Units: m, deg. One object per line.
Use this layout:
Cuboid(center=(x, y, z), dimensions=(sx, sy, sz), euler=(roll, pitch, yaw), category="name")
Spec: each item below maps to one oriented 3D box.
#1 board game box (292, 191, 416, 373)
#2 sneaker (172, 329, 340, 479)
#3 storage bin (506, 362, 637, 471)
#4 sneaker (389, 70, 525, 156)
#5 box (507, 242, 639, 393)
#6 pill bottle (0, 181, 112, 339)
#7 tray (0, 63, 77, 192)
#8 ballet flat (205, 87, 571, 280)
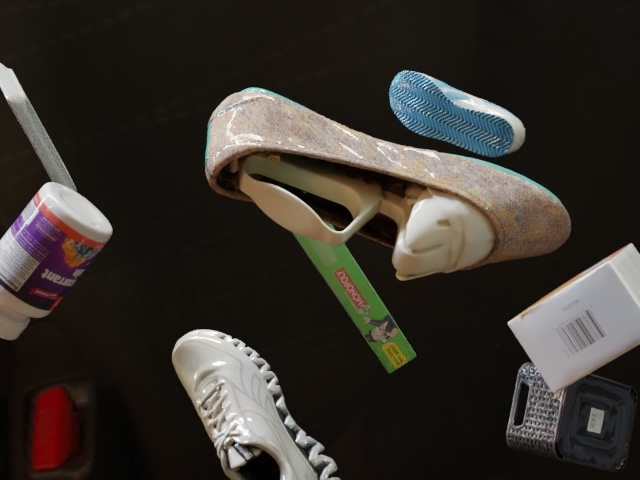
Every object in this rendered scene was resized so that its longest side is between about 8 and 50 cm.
Cuboid(center=(0.000, 0.000, 1.507), dimensions=(0.046, 0.317, 0.213), euler=(-33, 37, 1), category="board game box")
Cuboid(center=(-0.098, 0.231, 1.524), dimensions=(0.292, 0.118, 0.110), euler=(49, 116, 18), category="sneaker")
Cuboid(center=(0.351, 0.246, 1.669), dimensions=(0.084, 0.180, 0.122), euler=(4, 79, 46), category="storage bin")
Cuboid(center=(0.208, -0.192, 1.860), dimensions=(0.229, 0.092, 0.087), euler=(31, 109, 23), category="sneaker")
Cuboid(center=(0.297, 0.081, 1.306), dimensions=(0.130, 0.170, 0.091), euler=(-35, 83, 21), category="box")
Cuboid(center=(-0.364, 0.030, 1.542), dimensions=(0.108, 0.108, 0.193), euler=(41, 100, 10), category="pill bottle")
Cuboid(center=(-0.466, -0.174, 1.985), dimensions=(0.030, 0.270, 0.145), euler=(-28, 46, -9), category="tray")
Cuboid(center=(0.049, -0.026, 0.996), dimensions=(0.316, 0.107, 0.106), euler=(18, 47, 2), category="ballet flat")
